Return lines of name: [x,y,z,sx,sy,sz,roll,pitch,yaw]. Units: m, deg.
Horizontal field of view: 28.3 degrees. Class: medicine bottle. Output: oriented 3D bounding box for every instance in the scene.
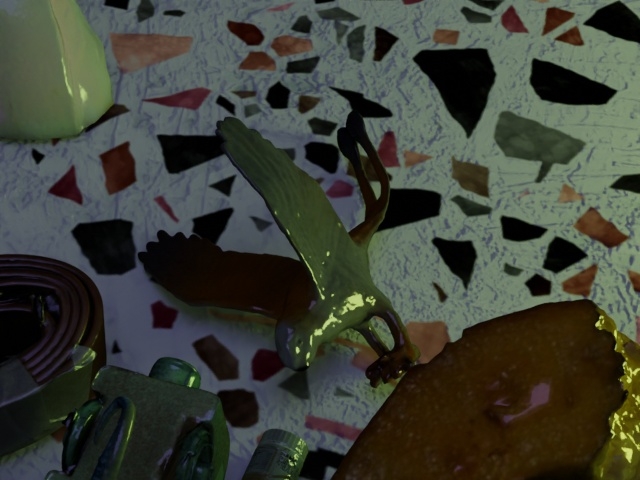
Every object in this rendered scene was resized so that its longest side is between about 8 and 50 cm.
medicine bottle: [-0.046,0.215,1.136,0.047,0.047,0.083,18,52,11]

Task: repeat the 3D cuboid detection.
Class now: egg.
egg: [-0.363,-0.251,1.421,0.206,0.161,0.271,-16,53,-18]

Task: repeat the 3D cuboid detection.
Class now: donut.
donut: [0.163,0.275,0.970,0.378,0.163,0.435,-26,39,9]

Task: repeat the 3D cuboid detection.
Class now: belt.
belt: [-0.325,0.112,1.164,0.261,0.105,0.184,-11,54,-13]

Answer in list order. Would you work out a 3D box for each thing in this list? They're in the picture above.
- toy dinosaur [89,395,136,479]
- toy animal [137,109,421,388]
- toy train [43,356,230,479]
toy dinosaur: [-0.205,0.283,0.874,0.147,0.076,0.363,29,82,31]
toy animal: [0.011,0.019,1.283,0.284,0.225,0.302,-18,65,-43]
toy train: [-0.170,0.250,1.031,0.129,0.159,0.326,14,55,11]
